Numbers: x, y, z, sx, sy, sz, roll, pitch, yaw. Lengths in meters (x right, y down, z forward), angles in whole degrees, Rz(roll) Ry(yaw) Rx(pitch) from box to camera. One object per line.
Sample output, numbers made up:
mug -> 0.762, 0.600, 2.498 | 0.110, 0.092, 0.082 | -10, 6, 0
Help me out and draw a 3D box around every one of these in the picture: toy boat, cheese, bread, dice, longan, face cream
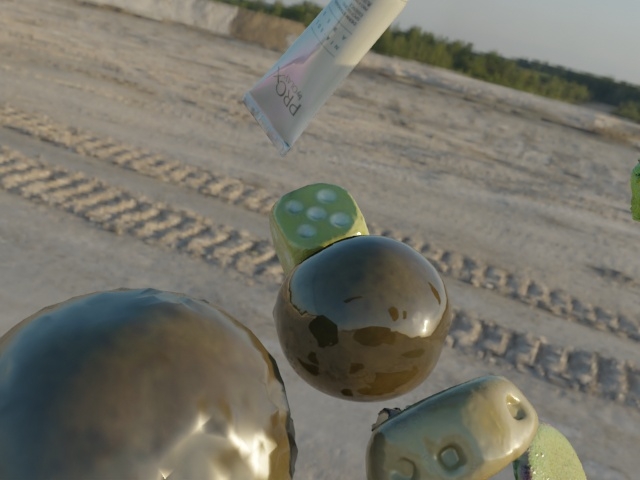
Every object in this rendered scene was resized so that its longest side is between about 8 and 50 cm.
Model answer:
toy boat -> 0.188, 0.323, 1.493 | 0.210, 0.066, 0.084 | 16, -19, -15
cheese -> 0.162, 0.260, 1.146 | 0.235, 0.117, 0.218 | -22, -15, -10
bread -> 0.380, 0.400, 1.426 | 0.033, 0.228, 0.228 | -24, -13, 36
dice -> 0.000, 0.000, 1.796 | 0.169, 0.166, 0.169 | -19, 50, -12
longan -> -0.250, 0.260, 1.102 | 0.436, 0.404, 0.404 | -26, 34, -29
face cream -> 0.013, -0.202, 0.906 | 0.058, 0.243, 0.092 | 8, 41, -52
longan -> 0.077, 0.138, 1.568 | 0.319, 0.319, 0.319 | 14, 13, -3

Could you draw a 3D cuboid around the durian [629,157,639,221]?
durian -> 0.673, -0.089, 1.734 | 0.132, 0.375, 0.106 | -8, -21, 32
